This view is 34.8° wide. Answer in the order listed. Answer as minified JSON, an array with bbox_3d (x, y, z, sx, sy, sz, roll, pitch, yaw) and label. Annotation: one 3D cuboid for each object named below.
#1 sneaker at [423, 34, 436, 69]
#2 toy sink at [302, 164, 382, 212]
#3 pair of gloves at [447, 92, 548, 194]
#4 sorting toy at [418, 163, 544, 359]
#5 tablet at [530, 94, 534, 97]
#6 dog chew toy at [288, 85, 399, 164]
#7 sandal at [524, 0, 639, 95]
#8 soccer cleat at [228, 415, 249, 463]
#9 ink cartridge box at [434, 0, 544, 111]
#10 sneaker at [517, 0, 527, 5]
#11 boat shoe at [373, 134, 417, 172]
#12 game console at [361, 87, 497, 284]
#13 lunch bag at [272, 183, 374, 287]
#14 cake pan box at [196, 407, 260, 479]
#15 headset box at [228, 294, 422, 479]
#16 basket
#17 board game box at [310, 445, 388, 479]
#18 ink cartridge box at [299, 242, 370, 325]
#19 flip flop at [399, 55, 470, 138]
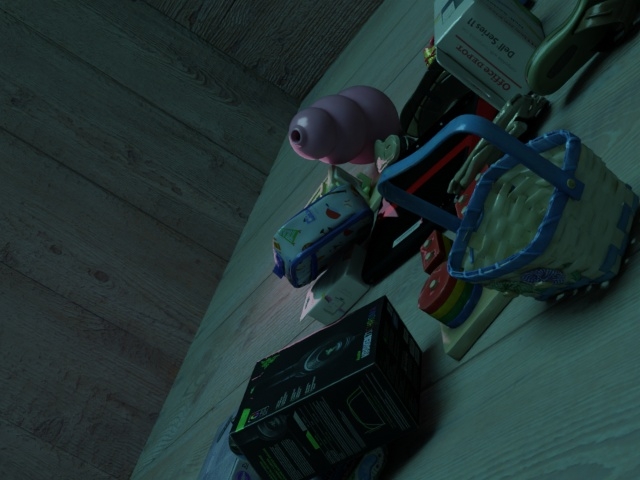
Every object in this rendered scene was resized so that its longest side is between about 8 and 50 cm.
[{"bbox_3d":[0.289,-0.434,2.520,0.081,0.094,0.209,-46,19,40],"label":"sneaker"},{"bbox_3d":[0.052,-0.094,2.547,0.234,0.131,0.153,-53,14,21],"label":"toy sink"},{"bbox_3d":[0.309,-0.166,1.772,0.204,0.042,0.240,-56,-12,22],"label":"pair of gloves"},{"bbox_3d":[0.247,0.016,1.621,0.257,0.089,0.255,-53,13,21],"label":"sorting toy"},{"bbox_3d":[0.373,-0.233,1.914,0.083,0.006,0.054,-63,13,-22],"label":"tablet"},{"bbox_3d":[0.050,-0.285,2.605,0.331,0.207,0.206,-16,-24,-45],"label":"dog chew toy"},{"bbox_3d":[0.460,-0.349,1.669,0.303,0.120,0.086,-55,40,25],"label":"sandal"},{"bbox_3d":[-0.014,0.333,1.859,0.331,0.143,0.116,-24,44,28],"label":"soccer cleat"},{"bbox_3d":[0.332,-0.391,1.980,0.119,0.207,0.353,-47,16,27],"label":"ink cartridge box"},{"bbox_3d":[0.409,-0.530,2.327,0.090,0.081,0.232,-60,5,6],"label":"sneaker"},{"bbox_3d":[0.181,-0.211,2.481,0.233,0.079,0.084,172,94,-76],"label":"boat shoe"},{"bbox_3d":[0.226,-0.111,2.117,0.386,0.060,0.342,-44,24,52],"label":"game console"},{"bbox_3d":[0.000,0.000,2.289,0.243,0.115,0.303,-37,-12,-9],"label":"lunch bag"},{"bbox_3d":[-0.176,0.449,2.080,0.246,0.070,0.267,-50,13,45],"label":"cake pan box"},{"bbox_3d":[0.009,0.246,1.625,0.283,0.131,0.246,-29,15,18],"label":"headset box"},{"bbox_3d":[0.242,-0.047,1.318,0.201,0.288,0.255,-64,12,-22],"label":"basket"},{"bbox_3d":[0.039,0.393,1.598,0.194,0.060,0.194,-56,15,-8],"label":"board game box"},{"bbox_3d":[0.037,0.111,2.270,0.198,0.067,0.115,-47,17,38],"label":"ink cartridge box"},{"bbox_3d":[0.285,-0.350,2.348,0.277,0.112,0.080,-53,-7,33],"label":"flip flop"}]
